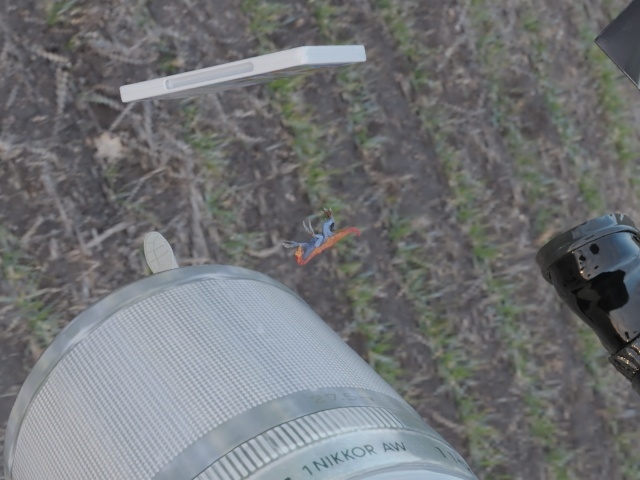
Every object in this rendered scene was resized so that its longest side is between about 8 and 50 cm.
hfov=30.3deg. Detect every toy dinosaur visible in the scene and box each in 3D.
[{"bbox_3d":[0.000,0.000,1.453,0.090,0.047,0.082,16,56,1],"label":"toy dinosaur"}]

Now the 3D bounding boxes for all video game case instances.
[{"bbox_3d":[-0.045,-0.099,0.699,0.087,0.122,0.011,-19,100,-64],"label":"video game case"}]

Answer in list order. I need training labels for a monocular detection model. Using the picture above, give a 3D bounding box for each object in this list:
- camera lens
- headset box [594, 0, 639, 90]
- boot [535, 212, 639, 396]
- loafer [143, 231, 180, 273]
[{"bbox_3d":[-0.040,0.158,0.663,0.219,0.274,0.219,-16,124,-25],"label":"camera lens"},{"bbox_3d":[0.426,-0.179,1.051,0.246,0.283,0.131,49,29,13],"label":"headset box"},{"bbox_3d":[0.414,0.127,1.497,0.348,0.131,0.260,34,28,-55],"label":"boot"},{"bbox_3d":[-0.248,0.045,1.912,0.045,0.039,0.125,-27,90,-1],"label":"loafer"}]
